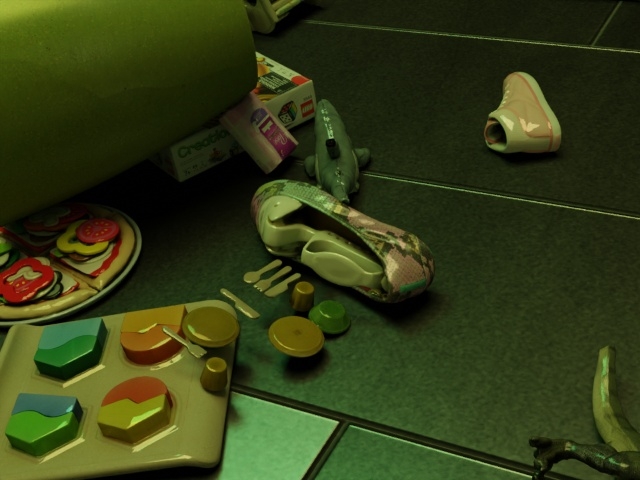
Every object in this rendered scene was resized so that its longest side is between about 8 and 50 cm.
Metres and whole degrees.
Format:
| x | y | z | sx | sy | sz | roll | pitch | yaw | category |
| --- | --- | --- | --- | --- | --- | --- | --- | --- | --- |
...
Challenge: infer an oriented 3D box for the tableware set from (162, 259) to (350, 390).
| x | y | z | sx | sy | sz | roll | pitch | yaw | category |
| --- | --- | --- | --- | --- | --- | --- | --- | --- | --- |
| -0.050 | 0.077 | 0.893 | 0.104 | 0.024 | 0.154 | 33 | 42 | 25 | tableware set |

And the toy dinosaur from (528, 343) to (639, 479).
| x | y | z | sx | sy | sz | roll | pitch | yaw | category |
| --- | --- | --- | --- | --- | --- | --- | --- | --- | --- |
| 0.208 | 0.167 | 0.700 | 0.118 | 0.064 | 0.268 | -10 | 32 | -12 | toy dinosaur |

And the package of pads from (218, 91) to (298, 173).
| x | y | z | sx | sy | sz | roll | pitch | yaw | category |
| --- | --- | --- | --- | --- | --- | --- | --- | --- | --- |
| -0.067 | -0.118 | 1.141 | 0.032 | 0.083 | 0.050 | -30 | 16 | 44 | package of pads |

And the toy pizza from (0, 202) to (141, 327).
| x | y | z | sx | sy | sz | roll | pitch | yaw | category |
| --- | --- | --- | --- | --- | --- | --- | --- | --- | --- |
| -0.279 | 0.013 | 1.051 | 0.201 | 0.032 | 0.201 | -7 | 35 | 5 | toy pizza |

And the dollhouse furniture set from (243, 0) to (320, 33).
| x | y | z | sx | sy | sz | roll | pitch | yaw | category |
| --- | --- | --- | --- | --- | --- | --- | --- | --- | --- |
| -0.116 | -0.330 | 1.474 | 0.182 | 0.101 | 0.161 | -39 | 20 | -34 | dollhouse furniture set |

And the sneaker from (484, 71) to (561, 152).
| x | y | z | sx | sy | sz | roll | pitch | yaw | category |
| --- | --- | --- | --- | --- | --- | --- | --- | --- | --- |
| 0.202 | -0.137 | 1.129 | 0.070 | 0.051 | 0.134 | -8 | 39 | -7 | sneaker |

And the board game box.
| x | y | z | sx | sy | sz | roll | pitch | yaw | category |
| --- | --- | --- | --- | --- | --- | --- | --- | --- | --- |
| -0.170 | -0.183 | 1.281 | 0.193 | 0.053 | 0.305 | -29 | 40 | -25 | board game box |

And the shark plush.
| x | y | z | sx | sy | sz | roll | pitch | yaw | category |
| --- | --- | --- | --- | --- | --- | --- | --- | --- | --- |
| 0.007 | -0.080 | 1.081 | 0.073 | 0.067 | 0.161 | -2 | 36 | 11 | shark plush |

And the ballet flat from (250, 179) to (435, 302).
| x | y | z | sx | sy | sz | roll | pitch | yaw | category |
| --- | --- | --- | --- | --- | --- | --- | --- | --- | --- |
| 0.000 | 0.000 | 0.961 | 0.221 | 0.077 | 0.079 | 24 | 29 | 34 | ballet flat |

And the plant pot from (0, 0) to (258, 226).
| x | y | z | sx | sy | sz | roll | pitch | yaw | category |
| --- | --- | --- | --- | --- | --- | --- | --- | --- | --- |
| -0.223 | -0.185 | 1.074 | 0.293 | 0.275 | 0.275 | -17 | 36 | -12 | plant pot |

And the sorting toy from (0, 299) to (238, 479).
| x | y | z | sx | sy | sz | roll | pitch | yaw | category |
| --- | --- | --- | --- | --- | --- | --- | --- | --- | --- |
| -0.179 | 0.118 | 0.874 | 0.208 | 0.038 | 0.193 | -5 | 35 | 6 | sorting toy |
